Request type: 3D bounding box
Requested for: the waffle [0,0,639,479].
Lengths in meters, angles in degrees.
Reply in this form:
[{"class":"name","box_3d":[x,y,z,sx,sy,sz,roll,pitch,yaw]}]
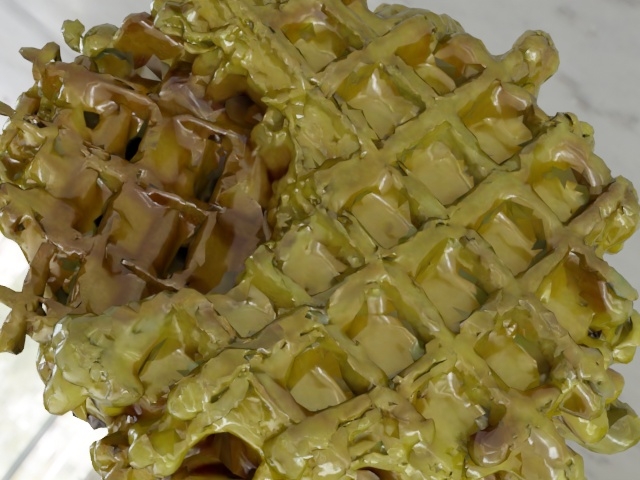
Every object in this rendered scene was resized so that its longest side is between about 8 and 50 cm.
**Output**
[{"class":"waffle","box_3d":[0.000,0.000,0.461,0.070,0.197,0.193,121,136,-54]}]
